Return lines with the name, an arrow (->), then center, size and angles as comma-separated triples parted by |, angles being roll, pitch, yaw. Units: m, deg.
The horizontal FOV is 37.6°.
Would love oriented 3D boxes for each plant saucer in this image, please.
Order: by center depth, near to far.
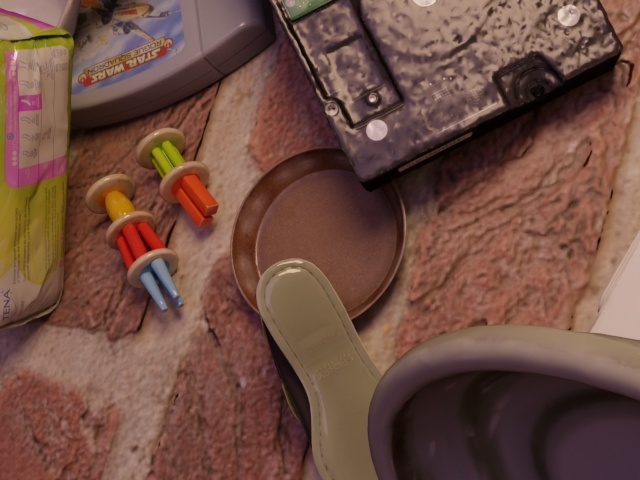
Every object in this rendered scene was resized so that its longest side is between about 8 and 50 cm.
plant saucer -> 0.211, 0.179, 0.519 | 0.400, 0.400, 0.100 | 27, 56, 29
plant saucer -> 0.000, 0.000, 0.830 | 0.168, 0.029, 0.168 | -8, 71, 22

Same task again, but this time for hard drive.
hard drive -> 0.067, -0.242, 0.793 | 0.237, 0.064, 0.339 | -28, 81, 5

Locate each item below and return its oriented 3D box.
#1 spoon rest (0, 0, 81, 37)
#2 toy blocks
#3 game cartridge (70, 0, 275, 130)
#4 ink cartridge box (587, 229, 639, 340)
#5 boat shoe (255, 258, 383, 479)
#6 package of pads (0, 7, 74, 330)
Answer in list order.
spoon rest -> -0.247, -0.248, 0.929 | 0.276, 0.084, 0.137 | -24, 66, 16
toy blocks -> -0.145, -0.017, 0.886 | 0.123, 0.054, 0.148 | -40, 62, 9
game cartridge -> -0.194, -0.228, 0.976 | 0.297, 0.062, 0.198 | -17, 64, 19
ink cartridge box -> 0.309, 0.069, 0.585 | 0.233, 0.171, 0.168 | 27, 85, 29
boat shoe -> 0.015, 0.122, 0.755 | 0.081, 0.068, 0.227 | -23, 86, -7
package of pads -> -0.347, -0.083, 0.911 | 0.229, 0.101, 0.296 | 23, 117, 29
